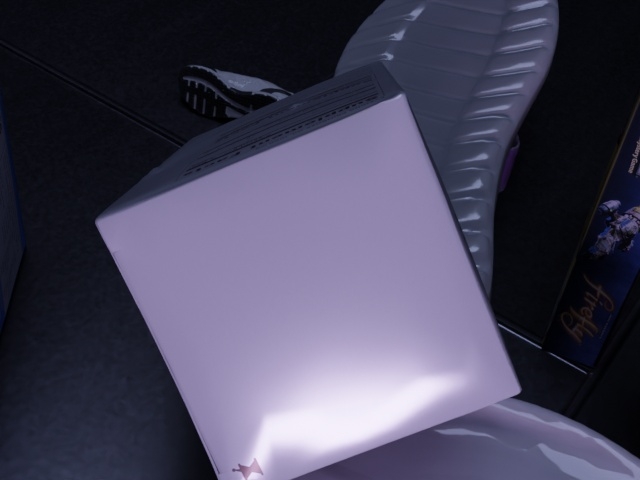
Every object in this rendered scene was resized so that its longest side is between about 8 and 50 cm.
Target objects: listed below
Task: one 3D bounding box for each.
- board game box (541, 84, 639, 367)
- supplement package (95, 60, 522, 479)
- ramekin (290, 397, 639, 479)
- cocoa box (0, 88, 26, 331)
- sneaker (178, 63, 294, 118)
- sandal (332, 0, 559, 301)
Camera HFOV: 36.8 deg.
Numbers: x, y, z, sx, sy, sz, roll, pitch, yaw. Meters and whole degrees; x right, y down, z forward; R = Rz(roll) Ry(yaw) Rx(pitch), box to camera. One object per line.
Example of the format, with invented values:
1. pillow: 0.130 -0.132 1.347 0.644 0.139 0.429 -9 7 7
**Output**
1. board game box: 0.216 -0.053 0.639 0.042 0.243 0.165 21 47 13
2. supplement package: 0.000 0.000 0.495 0.134 0.139 0.244 -22 12 6
3. ramekin: 0.058 0.210 0.438 0.273 0.127 0.273 3 45 -3
4. cocoa box: -0.368 -0.014 0.536 0.347 0.231 0.228 3 44 -4
5. sneaker: -0.071 -0.124 0.828 0.109 0.040 0.044 23 30 11
6. sandal: 0.082 -0.063 0.745 0.169 0.102 0.416 7 56 21
